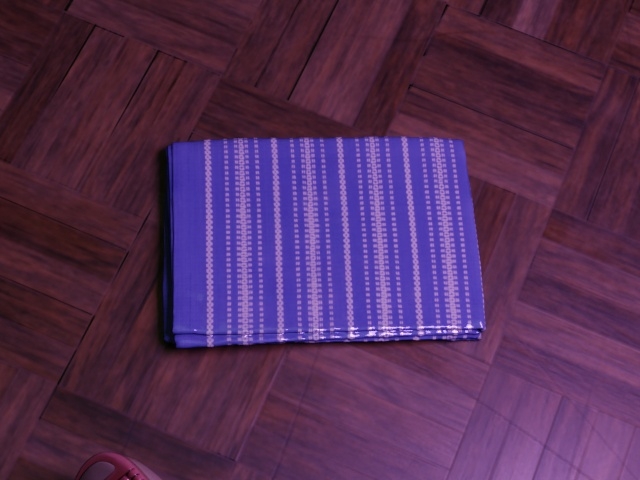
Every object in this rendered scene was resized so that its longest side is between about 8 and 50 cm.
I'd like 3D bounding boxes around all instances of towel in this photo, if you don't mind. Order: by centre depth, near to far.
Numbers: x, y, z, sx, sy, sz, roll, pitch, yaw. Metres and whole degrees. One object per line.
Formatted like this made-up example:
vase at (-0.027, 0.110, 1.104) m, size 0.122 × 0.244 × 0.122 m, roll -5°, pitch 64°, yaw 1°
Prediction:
towel at (0.000, 0.000, 1.348) m, size 0.336 × 0.040 × 0.243 m, roll -1°, pitch 65°, yaw -6°

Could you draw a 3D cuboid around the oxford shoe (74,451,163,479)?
oxford shoe at (-0.098, 0.336, 1.154) m, size 0.123 × 0.130 × 0.348 m, roll -41°, pitch 79°, yaw 23°
